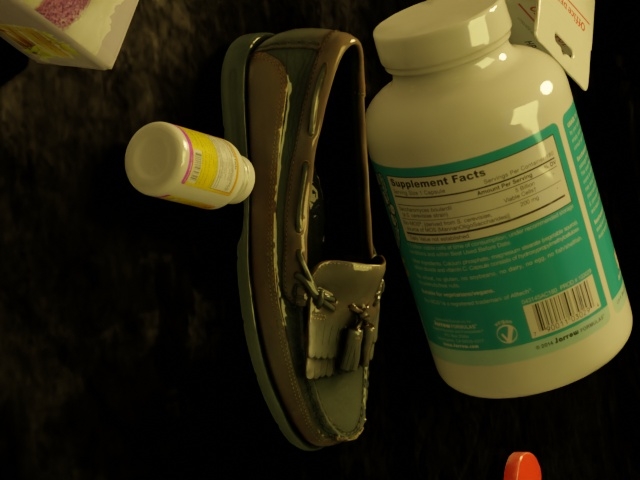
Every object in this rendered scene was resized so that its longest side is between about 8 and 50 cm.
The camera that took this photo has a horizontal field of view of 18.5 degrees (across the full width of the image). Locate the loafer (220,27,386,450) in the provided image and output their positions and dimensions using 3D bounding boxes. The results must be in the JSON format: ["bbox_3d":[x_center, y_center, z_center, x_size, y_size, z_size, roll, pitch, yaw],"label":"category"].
[{"bbox_3d":[0.000,0.000,1.224,0.096,0.084,0.267,-18,100,-58],"label":"loafer"}]

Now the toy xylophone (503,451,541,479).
[{"bbox_3d":[0.202,0.315,1.500,0.322,0.081,0.236,47,47,-45],"label":"toy xylophone"}]

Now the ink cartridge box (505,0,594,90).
[{"bbox_3d":[0.172,-0.214,1.562,0.104,0.060,0.180,37,54,-51],"label":"ink cartridge box"}]

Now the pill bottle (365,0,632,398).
[{"bbox_3d":[0.117,-0.035,1.362,0.146,0.146,0.264,-44,122,-52],"label":"pill bottle"}]

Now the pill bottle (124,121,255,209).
[{"bbox_3d":[-0.074,-0.042,1.151,0.083,0.043,0.043,14,73,-57],"label":"pill bottle"}]

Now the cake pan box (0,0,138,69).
[{"bbox_3d":[-0.153,-0.255,0.991,0.246,0.070,0.266,40,65,-51],"label":"cake pan box"}]
